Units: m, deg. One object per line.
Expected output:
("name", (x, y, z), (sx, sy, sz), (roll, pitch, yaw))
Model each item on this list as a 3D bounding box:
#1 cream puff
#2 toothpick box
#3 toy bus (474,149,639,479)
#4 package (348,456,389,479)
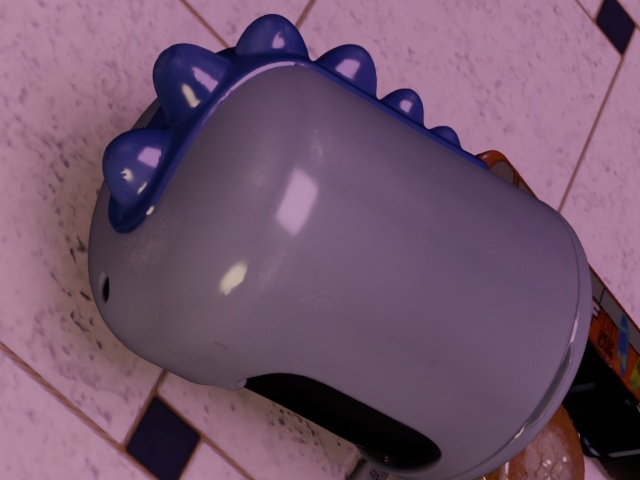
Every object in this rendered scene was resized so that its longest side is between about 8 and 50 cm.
("cream puff", (0.137, 0.183, 1.272), (0.165, 0.115, 0.150), (54, 49, -34))
("toothpick box", (0.000, 0.000, 1.113), (0.355, 0.263, 0.263), (27, 60, -33))
("toy bus", (0.222, 0.089, 1.399), (0.409, 0.093, 0.092), (50, 42, -21))
("package", (0.029, 0.199, 1.239), (0.037, 0.015, 0.110), (54, 50, -24))
